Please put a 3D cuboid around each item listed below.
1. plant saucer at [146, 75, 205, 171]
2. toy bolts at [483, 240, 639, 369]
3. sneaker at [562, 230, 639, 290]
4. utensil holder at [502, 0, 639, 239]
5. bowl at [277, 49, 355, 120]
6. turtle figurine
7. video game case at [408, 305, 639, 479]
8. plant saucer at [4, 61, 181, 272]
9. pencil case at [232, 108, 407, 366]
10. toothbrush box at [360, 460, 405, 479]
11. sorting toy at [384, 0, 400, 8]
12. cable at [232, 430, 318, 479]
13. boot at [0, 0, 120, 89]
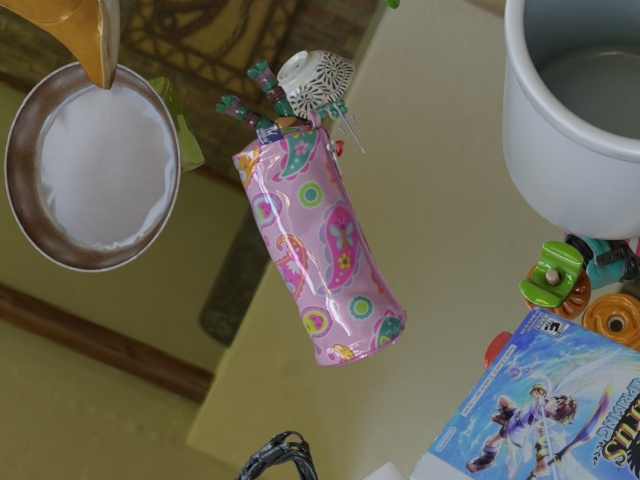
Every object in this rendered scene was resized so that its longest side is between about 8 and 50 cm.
[{"bbox_3d":[-0.307,-0.161,1.615,0.188,0.188,0.045,-13,-137,7],"label":"plant saucer"},{"bbox_3d":[0.366,0.153,1.464,0.218,0.228,0.158,32,173,28],"label":"toy bolts"},{"bbox_3d":[0.534,0.053,1.711,0.178,0.123,0.295,-31,-121,-23],"label":"sneaker"},{"bbox_3d":[0.384,-0.193,1.233,0.328,0.327,0.385,30,170,14],"label":"utensil holder"},{"bbox_3d":[-0.026,-0.292,1.794,0.080,0.170,0.170,44,-174,-27],"label":"bowl"},{"bbox_3d":[-0.050,-0.176,1.614,0.234,0.175,0.118,44,165,9],"label":"turtle figurine"},{"bbox_3d":[0.275,0.230,1.107,0.244,0.269,0.061,26,158,37],"label":"video game case"},{"bbox_3d":[-0.330,-0.109,1.459,0.311,0.310,0.050,31,-168,18],"label":"plant saucer"},{"bbox_3d":[0.000,0.000,1.132,0.284,0.124,0.124,68,-163,-4],"label":"pencil case"},{"bbox_3d":[0.026,0.387,1.228,0.122,0.206,0.283,55,169,14],"label":"toothbrush box"},{"bbox_3d":[0.105,-0.358,1.342,0.061,0.042,0.102,51,-151,-16],"label":"sorting toy"},{"bbox_3d":[-0.075,0.385,1.480,0.047,0.184,0.150,36,-162,-45],"label":"cable"},{"bbox_3d":[-0.355,-0.299,1.167,0.211,0.295,0.104,1,-127,-1],"label":"boot"}]
